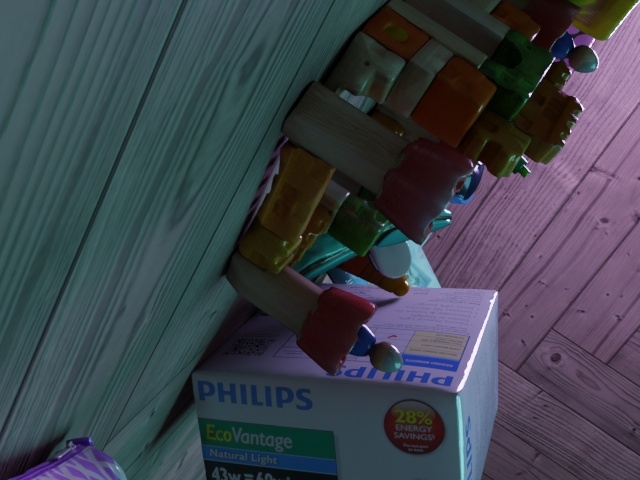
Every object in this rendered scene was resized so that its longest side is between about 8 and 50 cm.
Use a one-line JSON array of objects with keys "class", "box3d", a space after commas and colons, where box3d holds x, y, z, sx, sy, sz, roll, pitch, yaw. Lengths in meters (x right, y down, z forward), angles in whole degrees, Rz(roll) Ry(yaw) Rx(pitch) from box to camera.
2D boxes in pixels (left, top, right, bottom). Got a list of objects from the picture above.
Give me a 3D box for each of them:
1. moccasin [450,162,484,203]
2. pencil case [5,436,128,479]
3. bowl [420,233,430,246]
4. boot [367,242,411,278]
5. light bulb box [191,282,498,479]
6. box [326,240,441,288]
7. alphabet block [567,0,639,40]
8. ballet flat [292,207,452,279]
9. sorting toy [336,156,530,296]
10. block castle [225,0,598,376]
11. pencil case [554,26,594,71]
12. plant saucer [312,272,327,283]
[{"class": "moccasin", "box3d": [0.266, -0.210, 1.537, 0.342, 0.137, 0.117, -84, 180, -45]}, {"class": "pencil case", "box3d": [-0.194, 0.192, 0.588, 0.206, 0.086, 0.088, 77, 13, -85]}, {"class": "bowl", "box3d": [0.128, -0.038, 1.565, 0.289, 0.156, 0.289, -55, 173, -10]}, {"class": "boot", "box3d": [0.073, -0.038, 1.200, 0.069, 0.190, 0.086, -14, -178, -9]}, {"class": "light bulb box", "box3d": [0.058, 0.223, 1.214, 0.361, 0.358, 0.225, -43, 131, -65]}, {"class": "box", "box3d": [0.100, 0.049, 1.454, 0.159, 0.044, 0.233, -35, 129, -5]}, {"class": "alphabet block", "box3d": [0.305, -0.373, 0.946, 0.197, 0.193, 0.192, -59, 173, -2]}, {"class": "ballet flat", "box3d": [0.061, -0.026, 1.099, 0.247, 0.087, 0.083, -19, 169, -26]}, {"class": "sorting toy", "box3d": [0.183, -0.041, 1.307, 0.365, 0.126, 0.127, -38, 168, -11]}, {"class": "block castle", "box3d": [0.118, -0.093, 0.915, 0.453, 0.213, 0.303, -50, 171, -45]}, {"class": "pencil case", "box3d": [0.487, -0.403, 1.587, 0.209, 0.095, 0.098, 114, -5, -68]}, {"class": "plant saucer", "box3d": [-0.038, 0.111, 1.645, 0.168, 0.029, 0.168, -55, 175, -7]}]
